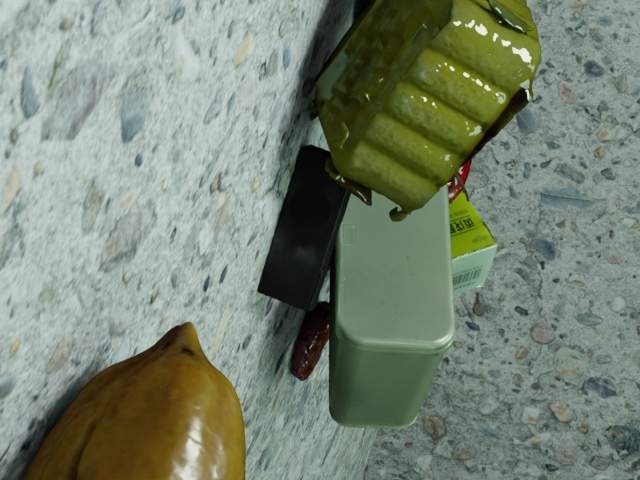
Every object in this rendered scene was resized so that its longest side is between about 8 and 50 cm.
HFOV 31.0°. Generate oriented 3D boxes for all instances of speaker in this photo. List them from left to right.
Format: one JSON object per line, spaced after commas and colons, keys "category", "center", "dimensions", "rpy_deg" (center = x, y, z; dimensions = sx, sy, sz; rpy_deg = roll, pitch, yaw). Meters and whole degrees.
{"category": "speaker", "center": [-0.015, -0.016, 1.587], "dimensions": [0.044, 0.082, 0.218], "rpy_deg": [-35, 145, -70]}

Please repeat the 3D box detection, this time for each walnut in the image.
{"category": "walnut", "center": [-0.165, 0.226, 1.019], "dimensions": [0.209, 0.209, 0.336], "rpy_deg": [82, 20, -67]}

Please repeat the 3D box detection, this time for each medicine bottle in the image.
{"category": "medicine bottle", "center": [0.200, -0.021, 2.134], "dimensions": [0.137, 0.250, 0.141], "rpy_deg": [-17, 146, -20]}

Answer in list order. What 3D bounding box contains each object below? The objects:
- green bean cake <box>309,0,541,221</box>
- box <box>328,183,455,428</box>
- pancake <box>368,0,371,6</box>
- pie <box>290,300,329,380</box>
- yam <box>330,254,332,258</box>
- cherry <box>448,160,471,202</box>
{"category": "green bean cake", "center": [0.109, -0.225, 1.467], "dimensions": [0.310, 0.202, 0.285], "rpy_deg": [-50, -157, 25]}
{"category": "box", "center": [0.102, 0.086, 1.859], "dimensions": [0.344, 0.177, 0.352], "rpy_deg": [96, -4, -58]}
{"category": "pancake", "center": [0.091, -0.367, 1.610], "dimensions": [0.190, 0.020, 0.184], "rpy_deg": [96, 10, -70]}
{"category": "pie", "center": [-0.014, 0.179, 2.064], "dimensions": [0.153, 0.038, 0.153], "rpy_deg": [-61, 168, -23]}
{"category": "yam", "center": [0.000, 0.000, 1.791], "dimensions": [0.094, 0.043, 0.043], "rpy_deg": [95, 19, -57]}
{"category": "cherry", "center": [0.181, -0.155, 2.030], "dimensions": [0.175, 0.192, 0.250], "rpy_deg": [-33, -172, 16]}
